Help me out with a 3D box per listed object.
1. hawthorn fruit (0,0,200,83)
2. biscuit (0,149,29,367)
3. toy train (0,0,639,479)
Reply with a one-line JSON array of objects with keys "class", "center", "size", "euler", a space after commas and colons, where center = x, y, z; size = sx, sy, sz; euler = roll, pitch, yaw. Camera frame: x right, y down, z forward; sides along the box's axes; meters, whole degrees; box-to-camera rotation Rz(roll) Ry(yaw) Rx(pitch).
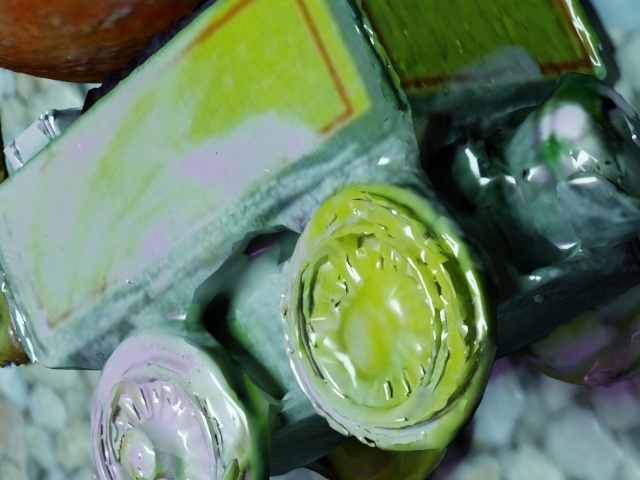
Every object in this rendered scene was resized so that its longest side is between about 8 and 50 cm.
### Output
[{"class": "hawthorn fruit", "center": [-0.098, -0.139, 0.681], "size": [0.173, 0.173, 0.173], "euler": [9, 105, 40]}, {"class": "biscuit", "center": [-0.216, -0.002, 0.913], "size": [0.203, 0.016, 0.144], "euler": [-4, 96, 41]}, {"class": "toy train", "center": [0.000, 0.000, 0.644], "size": [0.261, 0.134, 0.177], "euler": [-33, 76, 40]}]
